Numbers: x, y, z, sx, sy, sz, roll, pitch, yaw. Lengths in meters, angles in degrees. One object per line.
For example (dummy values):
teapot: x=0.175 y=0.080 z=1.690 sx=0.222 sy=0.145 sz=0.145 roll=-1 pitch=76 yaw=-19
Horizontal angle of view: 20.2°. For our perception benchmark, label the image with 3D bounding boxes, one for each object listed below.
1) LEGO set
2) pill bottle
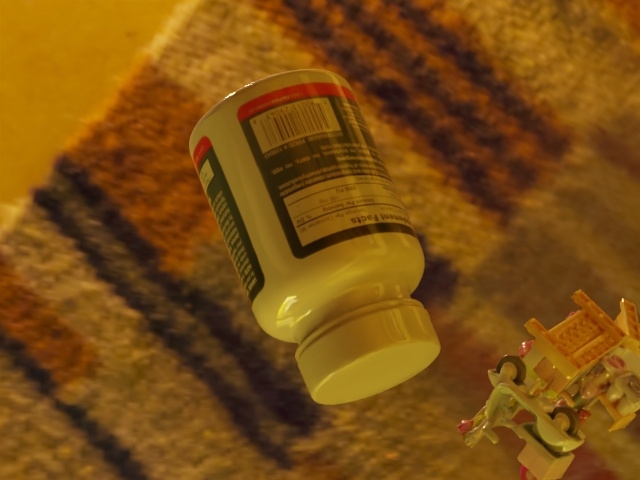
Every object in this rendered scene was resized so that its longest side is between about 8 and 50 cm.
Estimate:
LEGO set: x=0.196 y=0.119 z=1.243 sx=0.107 sy=0.287 sz=0.132 roll=-52 pitch=52 yaw=28
pill bottle: x=0.000 y=0.000 z=1.064 sx=0.108 sy=0.108 sz=0.180 roll=-29 pitch=68 yaw=17
